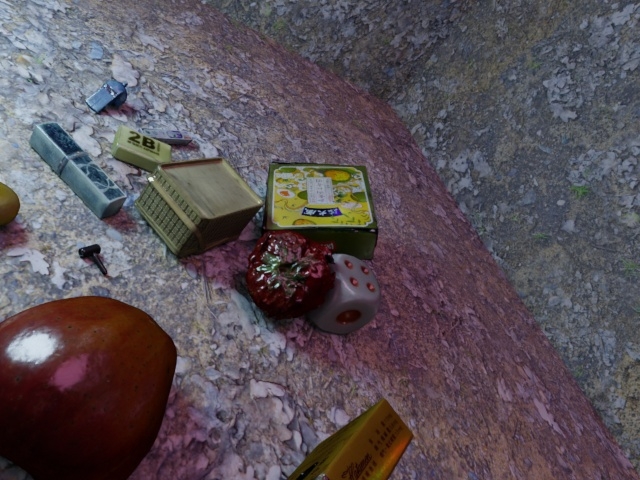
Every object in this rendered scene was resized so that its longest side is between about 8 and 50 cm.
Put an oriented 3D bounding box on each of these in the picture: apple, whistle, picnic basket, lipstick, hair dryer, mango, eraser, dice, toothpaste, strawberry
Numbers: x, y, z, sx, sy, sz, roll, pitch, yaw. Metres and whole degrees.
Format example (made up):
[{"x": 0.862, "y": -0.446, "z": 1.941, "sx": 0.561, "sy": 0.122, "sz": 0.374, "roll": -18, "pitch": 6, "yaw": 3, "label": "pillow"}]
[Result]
[{"x": -0.448, "y": 0.270, "z": 0.903, "sx": 0.365, "sy": 0.294, "sz": 0.329, "roll": -49, "pitch": 129, "yaw": -58, "label": "apple"}, {"x": -0.692, "y": -0.471, "z": 1.590, "sx": 0.090, "sy": 0.090, "sz": 0.158, "roll": 41, "pitch": 70, "yaw": -3, "label": "whistle"}, {"x": -0.356, "y": -0.102, "z": 1.419, "sx": 0.228, "sy": 0.175, "sz": 0.312, "roll": 47, "pitch": 27, "yaw": 9, "label": "picnic basket"}, {"x": -0.639, "y": -0.185, "z": 1.284, "sx": 0.290, "sy": 0.076, "sz": 0.077, "roll": 47, "pitch": 29, "yaw": 2, "label": "lipstick"}, {"x": -0.539, "y": 0.049, "z": 1.164, "sx": 0.083, "sy": 0.026, "sz": 0.047, "roll": 55, "pitch": 34, "yaw": 6, "label": "hair dryer"}, {"x": -0.751, "y": -0.086, "z": 1.027, "sx": 0.194, "sy": 0.092, "sz": 0.130, "roll": -2, "pitch": 54, "yaw": -39, "label": "mango"}, {"x": -0.555, "y": -0.281, "z": 1.516, "sx": 0.172, "sy": 0.058, "sz": 0.117, "roll": 22, "pitch": 37, "yaw": -32, "label": "eraser"}, {"x": 0.066, "y": 0.170, "z": 1.544, "sx": 0.193, "sy": 0.194, "sz": 0.192, "roll": 17, "pitch": 41, "yaw": -34, "label": "dice"}, {"x": -0.529, "y": -0.351, "z": 1.651, "sx": 0.196, "sy": 0.040, "sz": 0.047, "roll": -14, "pitch": 66, "yaw": -54, "label": "toothpaste"}, {"x": -0.093, "y": 0.101, "z": 1.429, "sx": 0.273, "sy": 0.220, "sz": 0.275, "roll": 4, "pitch": 72, "yaw": -12, "label": "strawberry"}]

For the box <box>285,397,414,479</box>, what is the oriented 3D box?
[{"x": 0.003, "y": 0.514, "z": 0.977, "sx": 0.116, "sy": 0.264, "sz": 0.415, "roll": 51, "pitch": 32, "yaw": 11, "label": "box"}]

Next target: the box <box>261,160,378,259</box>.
[{"x": -0.007, "y": -0.115, "z": 1.703, "sx": 0.372, "sy": 0.138, "sz": 0.421, "roll": 2, "pitch": 40, "yaw": -4, "label": "box"}]
